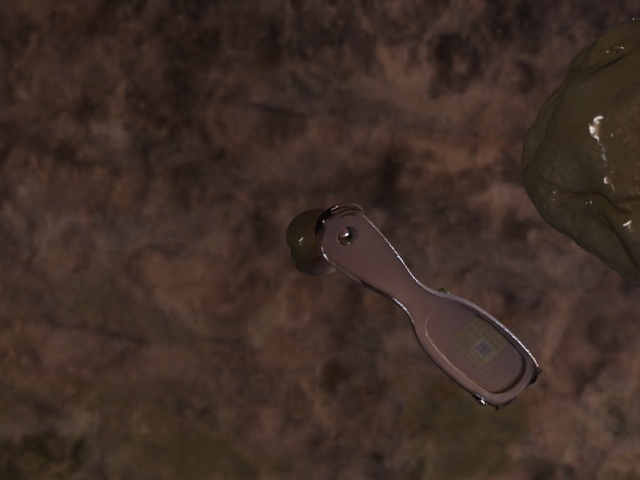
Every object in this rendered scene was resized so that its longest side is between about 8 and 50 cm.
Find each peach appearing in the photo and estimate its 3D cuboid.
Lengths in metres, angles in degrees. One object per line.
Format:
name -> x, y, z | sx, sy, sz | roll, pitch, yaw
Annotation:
peach -> -0.001, 0.002, 1.622 | 0.083, 0.083, 0.083 | 2, -18, 1

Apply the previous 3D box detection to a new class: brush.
brush -> 0.091, 0.057, 1.267 | 0.313, 0.072, 0.067 | 40, 3, -35

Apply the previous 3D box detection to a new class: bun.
bun -> 0.302, -0.058, 1.082 | 0.282, 0.204, 0.281 | 27, 18, -10
